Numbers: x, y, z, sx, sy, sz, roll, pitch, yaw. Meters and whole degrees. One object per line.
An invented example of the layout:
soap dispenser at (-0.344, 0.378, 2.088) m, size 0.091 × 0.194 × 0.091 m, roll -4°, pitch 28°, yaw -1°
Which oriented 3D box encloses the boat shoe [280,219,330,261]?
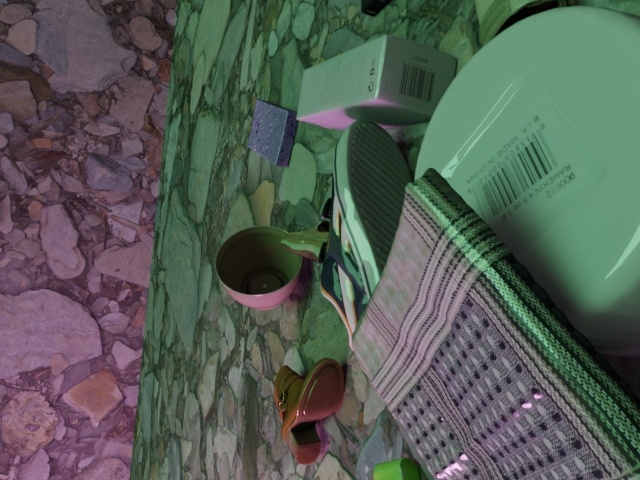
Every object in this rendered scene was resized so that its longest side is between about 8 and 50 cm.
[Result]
boat shoe at (0.000, 0.000, 0.880) m, size 0.190 × 0.068 × 0.072 m, roll 14°, pitch 85°, yaw 52°

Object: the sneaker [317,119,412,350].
sneaker at (0.056, -0.001, 0.693) m, size 0.127 × 0.126 × 0.320 m, roll -33°, pitch 57°, yaw 49°

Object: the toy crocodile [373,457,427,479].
toy crocodile at (0.101, 0.414, 0.545) m, size 0.115 × 0.105 × 0.340 m, roll -40°, pitch 50°, yaw 53°

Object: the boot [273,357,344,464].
boot at (-0.033, 0.252, 0.873) m, size 0.152 × 0.073 × 0.197 m, roll 47°, pitch 123°, yaw 60°

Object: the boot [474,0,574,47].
boot at (0.218, -0.300, 0.502) m, size 0.213 × 0.077 × 0.165 m, roll 136°, pitch 134°, yaw -58°

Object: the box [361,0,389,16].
box at (0.113, -0.433, 0.778) m, size 0.162 × 0.029 × 0.116 m, roll -20°, pitch 67°, yaw 61°

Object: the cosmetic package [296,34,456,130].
cosmetic package at (0.067, -0.209, 0.728) m, size 0.231 × 0.118 × 0.085 m, roll 15°, pitch 97°, yaw 61°

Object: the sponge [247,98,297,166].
sponge at (-0.111, -0.245, 1.162) m, size 0.210 × 0.031 × 0.117 m, roll 41°, pitch 120°, yaw 58°

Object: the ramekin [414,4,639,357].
ramekin at (0.200, -0.046, 0.421) m, size 0.277 × 0.135 × 0.277 m, roll -22°, pitch 65°, yaw 59°

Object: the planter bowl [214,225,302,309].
planter bowl at (-0.112, 0.067, 0.991) m, size 0.109 × 0.162 × 0.162 m, roll 88°, pitch 167°, yaw -50°

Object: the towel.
towel at (0.123, 0.150, 0.420) m, size 0.312 × 0.056 × 0.324 m, roll 56°, pitch 158°, yaw 26°
